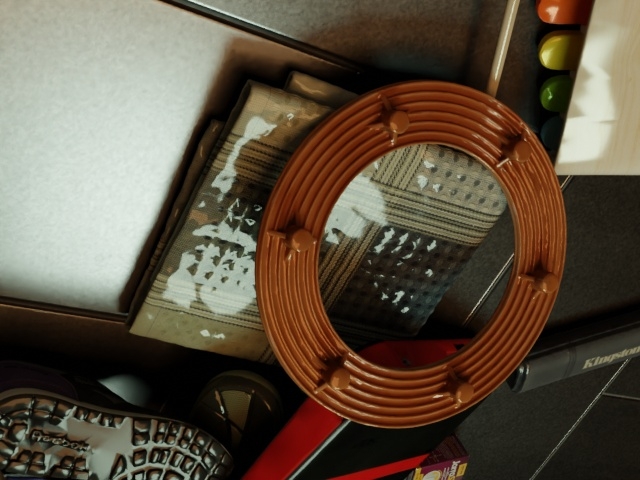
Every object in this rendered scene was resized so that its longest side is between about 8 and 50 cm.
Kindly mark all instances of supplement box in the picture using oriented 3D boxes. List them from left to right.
[{"bbox_3d":[0.151,0.301,1.414,0.083,0.043,0.055,-10,130,-22],"label":"supplement box"}]

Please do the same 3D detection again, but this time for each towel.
[{"bbox_3d":[0.000,0.000,1.054,0.324,0.056,0.312,15,122,-28],"label":"towel"}]

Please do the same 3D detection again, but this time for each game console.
[{"bbox_3d":[0.033,0.245,1.209,0.342,0.060,0.386,-48,155,18],"label":"game console"}]

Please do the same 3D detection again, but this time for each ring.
[{"bbox_3d":[0.099,0.018,0.989,0.336,0.032,0.337,-5,103,-25],"label":"ring"}]

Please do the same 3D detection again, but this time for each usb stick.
[{"bbox_3d":[0.370,0.140,1.397,0.278,0.045,0.077,-13,131,-19],"label":"usb stick"}]

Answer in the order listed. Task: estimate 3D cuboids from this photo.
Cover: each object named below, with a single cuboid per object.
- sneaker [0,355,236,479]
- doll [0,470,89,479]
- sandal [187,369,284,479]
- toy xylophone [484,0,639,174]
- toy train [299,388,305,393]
[{"bbox_3d":[-0.211,0.183,1.056,0.283,0.124,0.107,29,100,-32],"label":"sneaker"},{"bbox_3d":[-0.270,0.298,1.156,0.189,0.046,0.129,13,121,-21],"label":"doll"},{"bbox_3d":[-0.115,0.237,1.172,0.120,0.086,0.303,27,128,-9],"label":"sandal"},{"bbox_3d":[0.270,-0.184,1.031,0.236,0.081,0.323,6,130,-10],"label":"toy xylophone"},{"bbox_3d":[0.043,0.119,1.199,0.125,0.046,0.166,5,124,-32],"label":"toy train"}]
